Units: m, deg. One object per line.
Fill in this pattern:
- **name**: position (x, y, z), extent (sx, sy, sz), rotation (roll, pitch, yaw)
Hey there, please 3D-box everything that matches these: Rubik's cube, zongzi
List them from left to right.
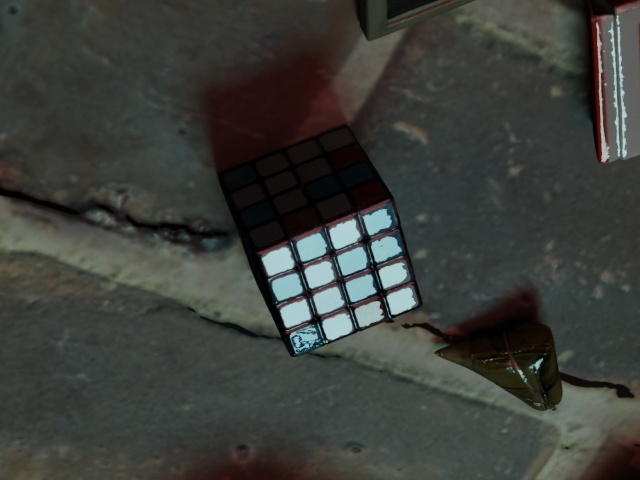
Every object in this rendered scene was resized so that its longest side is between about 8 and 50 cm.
- **Rubik's cube**: position (0.000, 0.000, 1.145), extent (0.092, 0.092, 0.092), rotation (-22, 127, -4)
- **zongzi**: position (0.128, 0.097, 1.294), extent (0.083, 0.040, 0.076), rotation (-13, 134, 4)

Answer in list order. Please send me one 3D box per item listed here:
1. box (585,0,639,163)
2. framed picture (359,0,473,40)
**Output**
- **box**: position (0.277, -0.136, 1.177), extent (0.229, 0.050, 0.123), rotation (-16, 126, -9)
- **framed picture**: position (0.138, -0.200, 1.044), extent (0.250, 0.016, 0.184), rotation (-22, 163, -6)
